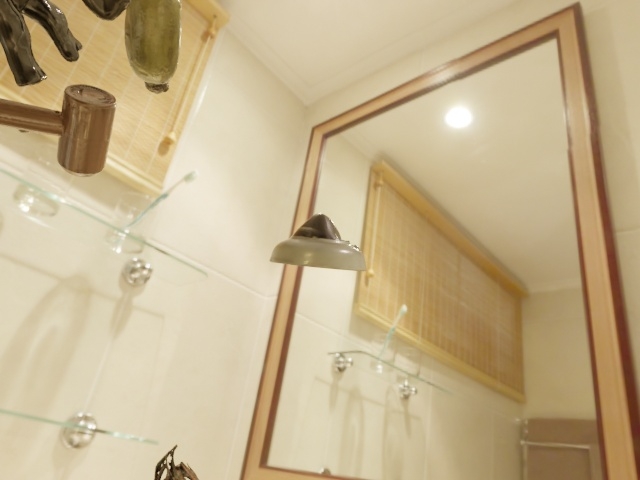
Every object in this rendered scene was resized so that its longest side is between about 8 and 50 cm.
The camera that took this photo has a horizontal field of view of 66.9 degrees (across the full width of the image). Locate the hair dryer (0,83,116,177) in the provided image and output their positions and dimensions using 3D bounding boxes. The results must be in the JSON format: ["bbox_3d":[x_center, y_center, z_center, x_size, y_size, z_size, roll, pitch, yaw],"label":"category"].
[{"bbox_3d":[-0.367,-0.152,0.622,0.182,0.064,0.117,8,-55,-29],"label":"hair dryer"}]

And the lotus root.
[{"bbox_3d":[-0.245,-0.296,0.709,0.077,0.090,0.183,3,-40,-20],"label":"lotus root"}]

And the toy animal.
[{"bbox_3d":[-0.307,-0.219,0.451,0.245,0.114,0.146,-23,-53,-5],"label":"toy animal"}]

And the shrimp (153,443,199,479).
[{"bbox_3d":[-0.199,0.352,0.662,0.075,0.073,0.190,-16,-57,-28],"label":"shrimp"}]

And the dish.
[{"bbox_3d":[0.000,0.000,0.701,0.141,0.077,0.141,6,-2,0],"label":"dish"}]
